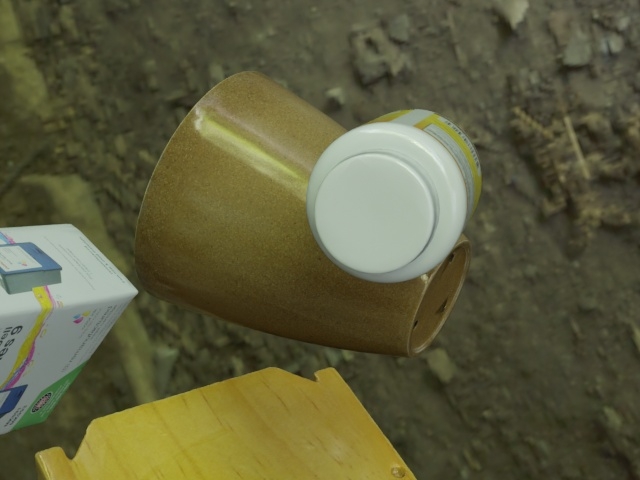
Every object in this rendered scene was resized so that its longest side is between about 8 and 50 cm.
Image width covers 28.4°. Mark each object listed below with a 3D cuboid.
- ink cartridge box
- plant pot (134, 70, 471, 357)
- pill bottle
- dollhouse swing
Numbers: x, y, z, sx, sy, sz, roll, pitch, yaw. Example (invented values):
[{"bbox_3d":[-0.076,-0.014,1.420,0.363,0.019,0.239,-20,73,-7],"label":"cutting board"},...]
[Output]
[{"bbox_3d":[-0.260,0.074,0.949,0.093,0.212,0.154,43,107,18],"label":"ink cartridge box"},{"bbox_3d":[0.000,0.000,1.162,0.254,0.237,0.237,26,130,21],"label":"plant pot"},{"bbox_3d":[0.057,-0.035,0.956,0.117,0.215,0.117,2,100,12],"label":"pill bottle"},{"bbox_3d":[-0.089,0.370,1.337,0.315,0.346,0.305,52,145,39],"label":"dollhouse swing"}]
